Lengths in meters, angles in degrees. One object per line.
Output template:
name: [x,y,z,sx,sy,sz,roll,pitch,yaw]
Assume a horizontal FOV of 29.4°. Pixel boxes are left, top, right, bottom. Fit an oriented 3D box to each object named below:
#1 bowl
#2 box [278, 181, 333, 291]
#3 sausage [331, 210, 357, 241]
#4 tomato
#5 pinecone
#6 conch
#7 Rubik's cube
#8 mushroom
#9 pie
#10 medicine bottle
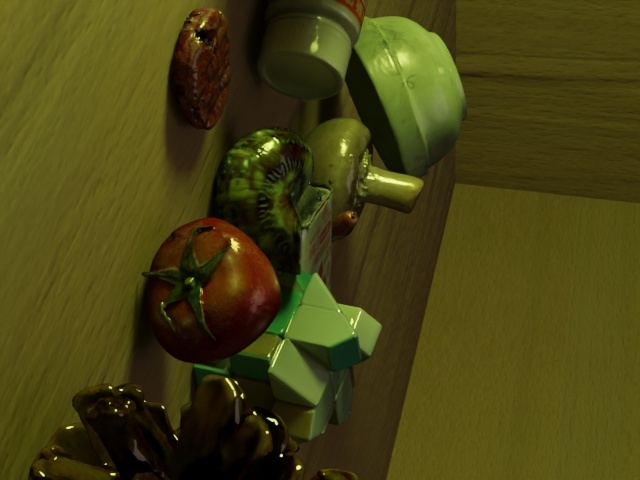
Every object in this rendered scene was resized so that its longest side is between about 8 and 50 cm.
bowl: [0.149,-0.261,2.134,0.307,0.163,0.307,158,-90,-85]
box: [-0.045,0.101,1.881,0.190,0.112,0.369,-61,155,-63]
sausage: [0.000,0.000,1.962,0.223,0.029,0.029,-37,-148,52]
tomato: [-0.123,0.065,1.403,0.167,0.167,0.167,7,90,-78]
pinecone: [-0.125,0.287,1.122,0.384,0.385,0.384,7,90,-78]
conch: [-0.073,-0.059,1.629,0.181,0.124,0.187,-72,160,-58]
Rubik's cube: [-0.036,0.160,1.673,0.265,0.213,0.224,-62,154,-45]
mushroom: [0.061,-0.094,2.015,0.207,0.215,0.207,13,90,-86]
pie: [-0.140,-0.203,1.454,0.153,0.038,0.153,10,90,-79]
medicine bottle: [-0.006,-0.337,1.744,0.144,0.145,0.252,73,30,-62]
